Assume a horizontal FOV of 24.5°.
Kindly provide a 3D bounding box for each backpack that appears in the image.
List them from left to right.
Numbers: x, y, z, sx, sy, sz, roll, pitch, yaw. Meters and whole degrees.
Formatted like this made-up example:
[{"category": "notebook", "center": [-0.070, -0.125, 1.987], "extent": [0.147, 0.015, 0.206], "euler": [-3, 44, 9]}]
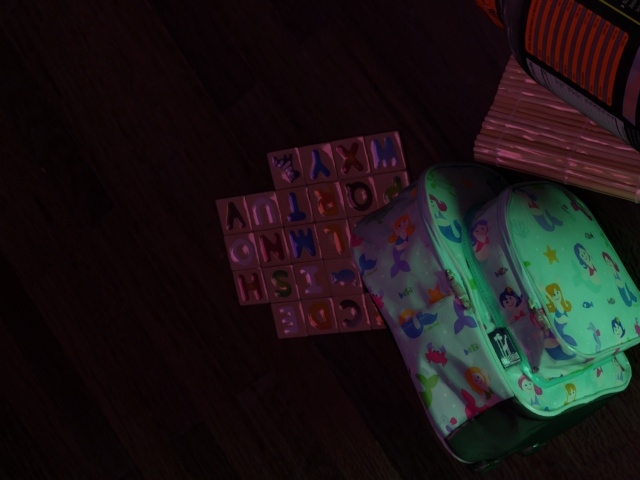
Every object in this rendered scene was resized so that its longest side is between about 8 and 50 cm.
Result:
[{"category": "backpack", "center": [0.154, 0.047, 1.302], "extent": [0.191, 0.225, 0.253], "euler": [-43, 69, 30]}]

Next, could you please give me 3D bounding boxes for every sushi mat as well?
[{"category": "sushi mat", "center": [0.296, -0.102, 1.255], "extent": [0.316, 0.019, 0.151], "euler": [17, 81, 27]}]

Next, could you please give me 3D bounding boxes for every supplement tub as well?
[{"category": "supplement tub", "center": [0.287, -0.166, 1.140], "extent": [0.338, 0.207, 0.207], "euler": [42, 123, 34]}]

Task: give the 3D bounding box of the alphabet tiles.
[{"category": "alphabet tiles", "center": [0.000, 0.000, 1.512], "extent": [0.237, 0.009, 0.198], "euler": [-8, 100, 33]}]
